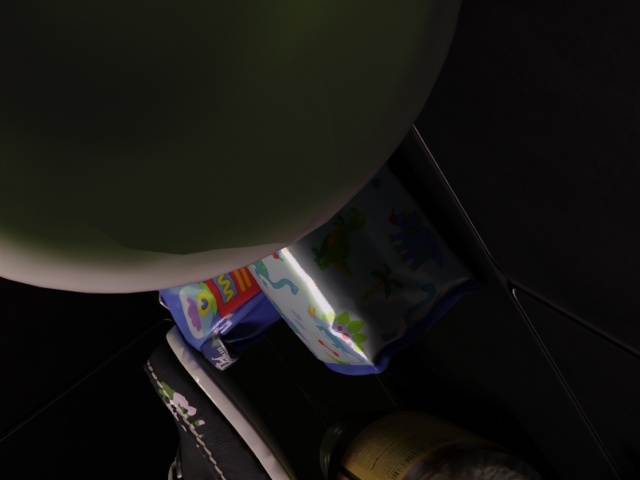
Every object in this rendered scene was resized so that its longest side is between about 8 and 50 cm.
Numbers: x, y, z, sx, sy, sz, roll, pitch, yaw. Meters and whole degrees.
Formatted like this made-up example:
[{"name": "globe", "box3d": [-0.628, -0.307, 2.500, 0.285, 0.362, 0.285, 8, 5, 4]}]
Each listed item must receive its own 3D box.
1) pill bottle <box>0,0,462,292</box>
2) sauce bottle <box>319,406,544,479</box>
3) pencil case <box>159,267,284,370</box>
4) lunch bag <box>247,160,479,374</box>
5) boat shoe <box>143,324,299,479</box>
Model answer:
[{"name": "pill bottle", "box3d": [-0.104, -0.103, 0.704, 0.224, 0.224, 0.392, 55, 170, -10]}, {"name": "sauce bottle", "box3d": [0.066, 0.171, 1.232, 0.111, 0.111, 0.344, 55, 173, -9]}, {"name": "pencil case", "box3d": [-0.107, -0.060, 1.183, 0.306, 0.133, 0.119, 52, -149, 14]}, {"name": "lunch bag", "box3d": [0.000, 0.000, 0.967, 0.129, 0.096, 0.151, 54, 161, -7]}, {"name": "boat shoe", "box3d": [-0.052, 0.185, 1.243, 0.302, 0.091, 0.114, 58, 180, -32]}]
